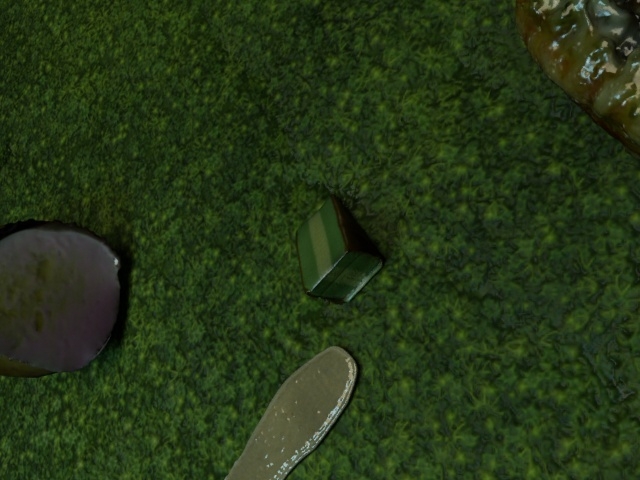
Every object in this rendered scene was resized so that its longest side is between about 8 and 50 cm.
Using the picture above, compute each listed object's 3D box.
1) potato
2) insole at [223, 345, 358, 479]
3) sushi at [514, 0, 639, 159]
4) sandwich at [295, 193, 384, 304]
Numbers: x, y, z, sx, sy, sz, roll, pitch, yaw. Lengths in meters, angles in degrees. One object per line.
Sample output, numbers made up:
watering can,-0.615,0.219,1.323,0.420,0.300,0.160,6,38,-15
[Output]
potato,-0.432,0.083,1.064,0.266,0.229,0.229,-8,73,52
insole,-0.041,0.214,0.833,0.081,0.011,0.248,44,106,35
sushi,0.268,-0.179,0.609,0.184,0.139,0.274,-48,61,16
sandwich,0.000,0.000,0.813,0.074,0.074,0.116,-48,55,18
